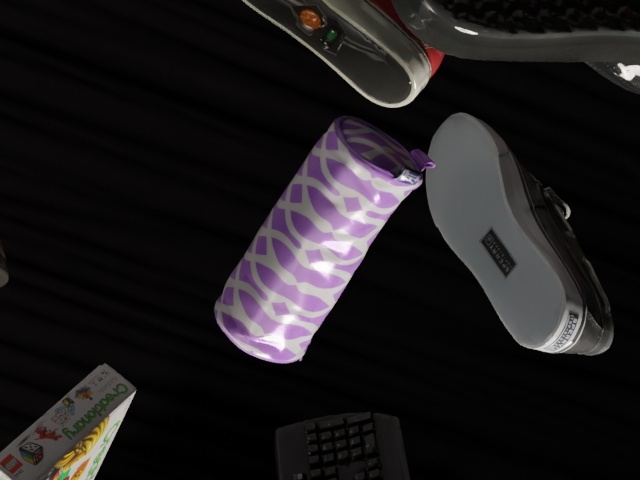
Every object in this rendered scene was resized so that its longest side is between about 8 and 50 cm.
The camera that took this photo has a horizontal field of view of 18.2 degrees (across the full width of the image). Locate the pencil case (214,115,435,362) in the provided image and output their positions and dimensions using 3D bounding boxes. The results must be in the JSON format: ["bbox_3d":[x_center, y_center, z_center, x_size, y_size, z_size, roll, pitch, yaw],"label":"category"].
[{"bbox_3d":[0.000,0.000,1.526,0.206,0.088,0.086,-54,-132,24],"label":"pencil case"}]

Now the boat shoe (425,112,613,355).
[{"bbox_3d":[0.209,-0.007,2.039,0.113,0.105,0.306,-54,-135,24],"label":"boat shoe"}]

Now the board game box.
[{"bbox_3d":[-0.312,0.284,2.134,0.193,0.053,0.305,-43,167,-45],"label":"board game box"}]

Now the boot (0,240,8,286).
[{"bbox_3d":[-0.358,-0.132,1.571,0.377,0.138,0.284,49,31,-64],"label":"boot"}]

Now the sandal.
[{"bbox_3d":[0.241,-0.187,1.550,0.107,0.445,0.168,139,-48,-57],"label":"sandal"}]

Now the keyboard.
[{"bbox_3d":[-0.012,0.281,1.704,0.317,0.201,0.033,-98,168,-46],"label":"keyboard"}]

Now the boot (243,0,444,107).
[{"bbox_3d":[0.020,-0.242,1.579,0.088,0.244,0.176,-35,-164,53],"label":"boot"}]
